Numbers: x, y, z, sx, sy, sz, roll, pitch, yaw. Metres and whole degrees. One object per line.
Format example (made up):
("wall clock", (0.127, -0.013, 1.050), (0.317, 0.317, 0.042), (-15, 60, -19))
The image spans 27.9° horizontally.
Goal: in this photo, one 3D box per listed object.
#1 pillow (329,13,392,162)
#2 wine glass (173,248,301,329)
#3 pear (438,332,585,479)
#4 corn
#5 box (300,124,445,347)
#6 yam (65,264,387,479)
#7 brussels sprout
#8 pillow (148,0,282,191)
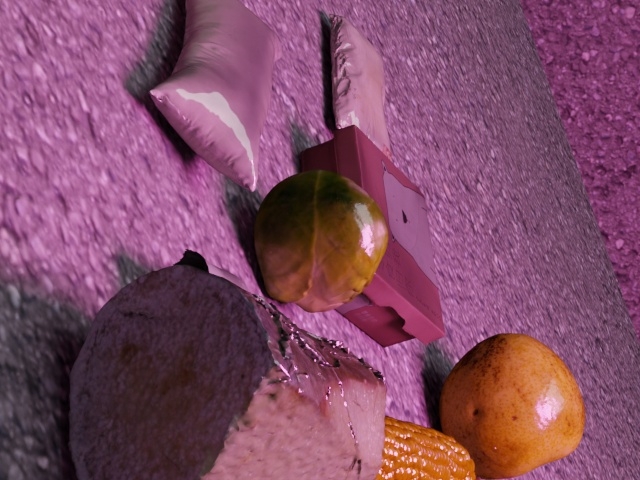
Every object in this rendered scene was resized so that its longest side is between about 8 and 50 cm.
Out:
("pillow", (0.054, -0.204, 1.785), (0.128, 0.051, 0.229), (38, 37, -42))
("wine glass", (-0.082, 0.079, 1.189), (0.195, 0.079, 0.079), (44, 34, -51))
("pear", (0.250, 0.219, 1.725), (0.197, 0.197, 0.197), (49, 30, -43))
("corn", (0.089, 0.250, 1.437), (0.310, 0.101, 0.102), (26, 49, -57))
("box", (0.064, 0.003, 1.590), (0.215, 0.086, 0.215), (39, 38, -52))
("yam", (-0.062, 0.138, 1.037), (0.201, 0.202, 0.271), (42, 7, 38))
("brussels sprout", (0.002, -0.002, 1.378), (0.155, 0.155, 0.117), (57, 24, -31))
("pillow", (-0.107, -0.172, 1.343), (0.144, 0.078, 0.254), (46, 31, -29))
